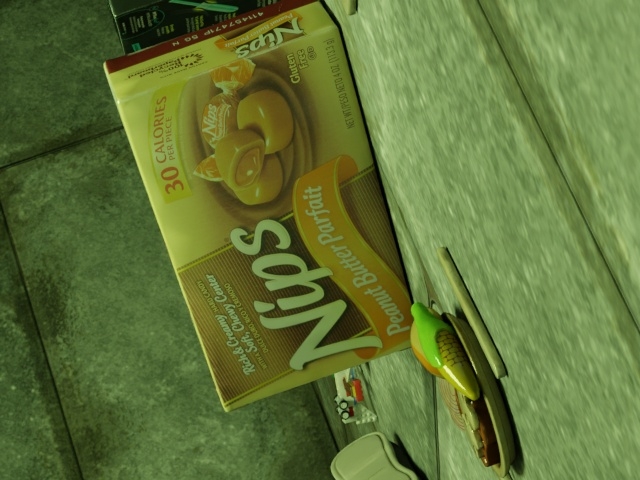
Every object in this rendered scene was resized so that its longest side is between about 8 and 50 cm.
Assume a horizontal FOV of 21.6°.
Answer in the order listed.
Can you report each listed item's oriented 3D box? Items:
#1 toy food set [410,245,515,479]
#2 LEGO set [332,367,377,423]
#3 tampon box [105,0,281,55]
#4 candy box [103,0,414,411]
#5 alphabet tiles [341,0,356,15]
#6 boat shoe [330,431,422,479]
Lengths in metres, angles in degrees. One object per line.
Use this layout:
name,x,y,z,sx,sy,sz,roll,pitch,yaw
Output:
toy food set,0.099,0.109,1.187,0.192,0.038,0.132,76,173,-48
LEGO set,0.026,0.122,2.150,0.244,0.060,0.182,97,159,-59
tampon box,-0.117,-0.249,1.485,0.120,0.161,0.101,101,150,-78
candy box,-0.043,-0.027,1.393,0.087,0.182,0.316,-116,8,-57
alphabet tiles,-0.019,-0.292,1.124,0.198,0.009,0.237,86,163,-74
boat shoe,0.082,0.311,1.878,0.095,0.112,0.335,54,-175,-13
